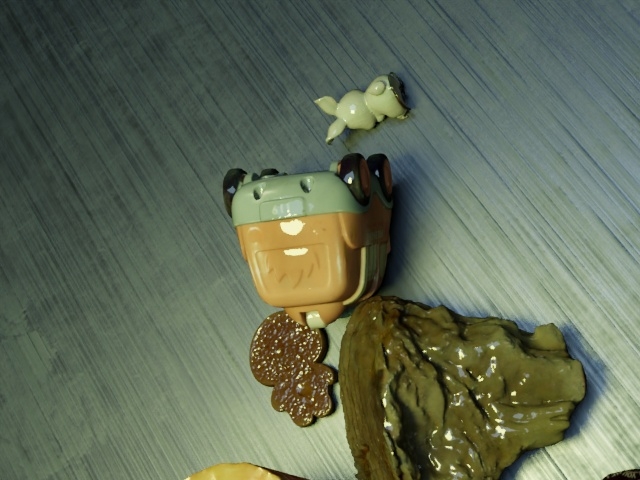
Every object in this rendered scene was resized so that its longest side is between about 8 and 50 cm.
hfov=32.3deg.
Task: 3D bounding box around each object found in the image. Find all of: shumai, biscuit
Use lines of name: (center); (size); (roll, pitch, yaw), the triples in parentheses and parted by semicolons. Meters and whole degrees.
shumai: (0.183, 0.220, 1.459); (0.283, 0.217, 0.346); (-16, 79, -15)
biscuit: (-0.038, 0.185, 1.605); (0.124, 0.026, 0.175); (-30, 67, 14)

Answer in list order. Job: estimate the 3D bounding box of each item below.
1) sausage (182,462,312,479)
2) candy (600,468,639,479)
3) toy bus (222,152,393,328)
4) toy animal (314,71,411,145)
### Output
sausage: (-0.064, 0.411, 1.413); (0.233, 0.287, 0.233); (-7, 69, 20)
candy: (0.398, 0.321, 1.374); (0.226, 0.051, 0.094); (-16, 74, 18)
toy bus: (0.000, 0.000, 1.515); (0.194, 0.287, 0.232); (-9, 89, 16)
toy animal: (0.065, -0.197, 1.641); (0.124, 0.085, 0.071); (-22, 86, 22)
